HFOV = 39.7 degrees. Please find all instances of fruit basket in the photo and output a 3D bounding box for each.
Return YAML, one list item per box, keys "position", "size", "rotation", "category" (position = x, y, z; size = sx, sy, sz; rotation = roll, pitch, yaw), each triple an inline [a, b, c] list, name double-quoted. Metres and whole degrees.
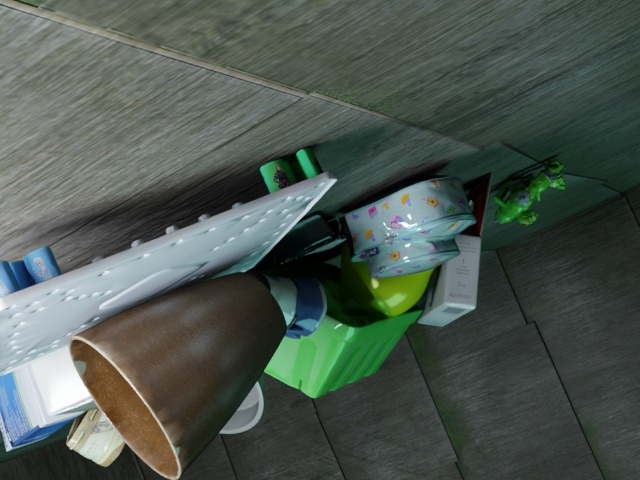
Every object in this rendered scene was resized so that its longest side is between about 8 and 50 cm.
- position: [0.058, 0.086, 1.670]
  size: [0.392, 0.283, 0.392]
  rotation: [-46, 150, -37]
  category: "fruit basket"

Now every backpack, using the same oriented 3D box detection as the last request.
- position: [0.146, -0.023, 1.389]
  size: [0.165, 0.144, 0.188]
  rotation: [-4, 157, -48]
  category: "backpack"

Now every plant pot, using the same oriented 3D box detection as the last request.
- position: [-0.162, 0.145, 1.134]
  size: [0.230, 0.215, 0.215]
  rotation: [-38, 179, -29]
  category: "plant pot"

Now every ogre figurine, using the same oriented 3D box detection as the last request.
- position: [0.423, -0.092, 1.835]
  size: [0.118, 0.097, 0.197]
  rotation: [-38, -168, -20]
  category: "ogre figurine"

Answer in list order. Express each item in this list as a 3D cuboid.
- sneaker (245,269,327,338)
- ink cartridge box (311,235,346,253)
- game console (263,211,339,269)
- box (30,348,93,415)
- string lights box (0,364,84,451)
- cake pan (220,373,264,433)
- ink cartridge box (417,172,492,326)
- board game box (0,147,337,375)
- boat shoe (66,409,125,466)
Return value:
- position: [-0.164, 0.098, 1.441]
  size: [0.315, 0.128, 0.182]
  rotation: [-13, 156, 39]
  category: "sneaker"
- position: [0.000, 0.000, 1.508]
  size: [0.083, 0.028, 0.048]
  rotation: [-13, 166, -46]
  category: "ink cartridge box"
- position: [-0.039, -0.012, 1.404]
  size: [0.122, 0.071, 0.107]
  rotation: [-24, -159, 11]
  category: "game console"
- position: [-0.329, 0.178, 1.376]
  size: [0.121, 0.148, 0.311]
  rotation: [-23, 169, 3]
  category: "box"
- position: [-0.489, 0.264, 1.505]
  size: [0.076, 0.133, 0.259]
  rotation: [-14, 168, -36]
  category: "string lights box"
- position: [-0.233, 0.257, 1.735]
  size: [0.293, 0.293, 0.054]
  rotation: [-31, -163, 41]
  category: "cake pan"
- position: [0.259, 0.024, 1.752]
  size: [0.066, 0.261, 0.296]
  rotation: [9, 167, -2]
  category: "ink cartridge box"
- position: [-0.212, 0.035, 1.066]
  size: [0.390, 0.050, 0.390]
  rotation: [-23, 171, -25]
  category: "board game box"
- position: [-0.383, 0.263, 1.571]
  size: [0.089, 0.285, 0.104]
  rotation: [30, 117, -26]
  category: "boat shoe"
